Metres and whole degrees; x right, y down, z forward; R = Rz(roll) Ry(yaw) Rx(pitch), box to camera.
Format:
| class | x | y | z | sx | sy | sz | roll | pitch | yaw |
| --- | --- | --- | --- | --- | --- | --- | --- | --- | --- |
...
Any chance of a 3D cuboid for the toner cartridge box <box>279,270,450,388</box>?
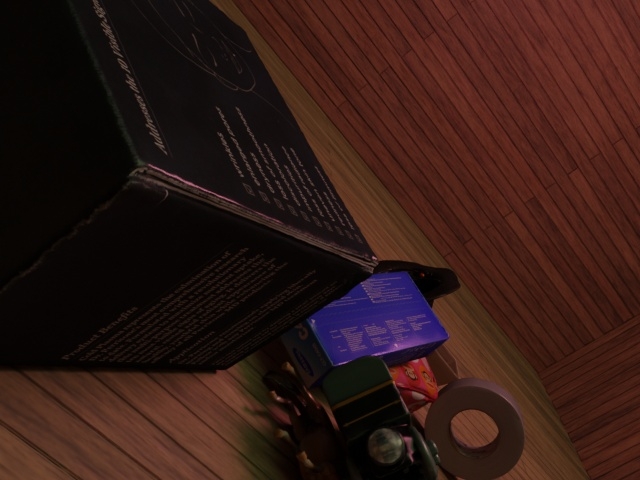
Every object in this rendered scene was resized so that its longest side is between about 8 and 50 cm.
| class | x | y | z | sx | sy | sz | roll | pitch | yaw |
| --- | --- | --- | --- | --- | --- | --- | --- | --- | --- |
| toner cartridge box | 0.076 | 0.148 | 1.146 | 0.348 | 0.075 | 0.165 | -1 | 50 | -48 |

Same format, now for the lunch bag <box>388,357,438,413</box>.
| class | x | y | z | sx | sy | sz | roll | pitch | yaw |
| --- | --- | --- | --- | --- | --- | --- | --- | --- | --- |
| lunch bag | 0.099 | 0.218 | 1.311 | 0.293 | 0.120 | 0.258 | 30 | 31 | -42 |

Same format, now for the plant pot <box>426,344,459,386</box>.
| class | x | y | z | sx | sy | sz | roll | pitch | yaw |
| --- | --- | --- | --- | --- | --- | --- | --- | --- | --- |
| plant pot | 0.302 | 0.335 | 1.730 | 0.109 | 0.096 | 0.109 | 50 | 16 | -10 |

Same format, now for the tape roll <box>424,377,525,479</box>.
| class | x | y | z | sx | sy | sz | roll | pitch | yaw |
| --- | --- | --- | --- | --- | --- | --- | --- | --- | --- |
| tape roll | 0.349 | 0.427 | 1.452 | 0.219 | 0.219 | 0.072 | 56 | 15 | 7 |

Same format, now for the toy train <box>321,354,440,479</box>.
| class | x | y | z | sx | sy | sz | roll | pitch | yaw |
| --- | --- | --- | --- | --- | --- | --- | --- | --- | --- |
| toy train | 0.091 | 0.307 | 0.986 | 0.334 | 0.142 | 0.190 | 72 | -6 | -61 |

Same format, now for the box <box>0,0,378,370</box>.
| class | x | y | z | sx | sy | sz | roll | pitch | yaw |
| --- | --- | --- | --- | --- | --- | --- | --- | --- | --- |
| box | -0.233 | -0.118 | 0.776 | 0.479 | 0.297 | 0.472 | 62 | 16 | 24 |

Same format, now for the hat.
| class | x | y | z | sx | sy | sz | roll | pitch | yaw |
| --- | --- | --- | --- | --- | --- | --- | --- | --- | --- |
| hat | 0.224 | 0.157 | 1.739 | 0.331 | 0.332 | 0.133 | -60 | 153 | -73 |

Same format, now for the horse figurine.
| class | x | y | z | sx | sy | sz | roll | pitch | yaw |
| --- | --- | --- | --- | --- | --- | --- | --- | --- | --- |
| horse figurine | -0.019 | 0.294 | 0.940 | 0.174 | 0.066 | 0.263 | 59 | 5 | -32 |
